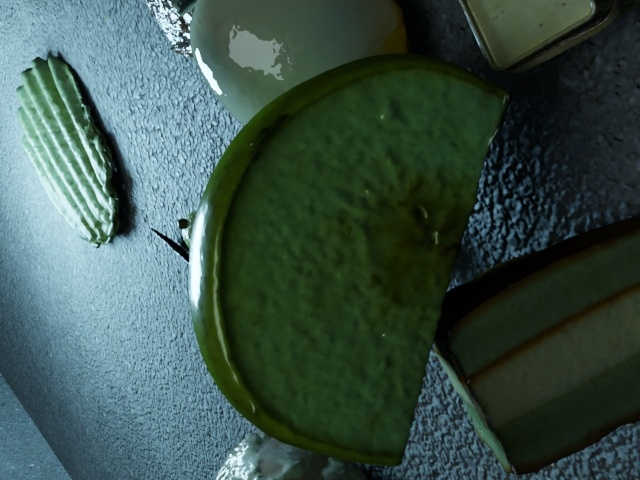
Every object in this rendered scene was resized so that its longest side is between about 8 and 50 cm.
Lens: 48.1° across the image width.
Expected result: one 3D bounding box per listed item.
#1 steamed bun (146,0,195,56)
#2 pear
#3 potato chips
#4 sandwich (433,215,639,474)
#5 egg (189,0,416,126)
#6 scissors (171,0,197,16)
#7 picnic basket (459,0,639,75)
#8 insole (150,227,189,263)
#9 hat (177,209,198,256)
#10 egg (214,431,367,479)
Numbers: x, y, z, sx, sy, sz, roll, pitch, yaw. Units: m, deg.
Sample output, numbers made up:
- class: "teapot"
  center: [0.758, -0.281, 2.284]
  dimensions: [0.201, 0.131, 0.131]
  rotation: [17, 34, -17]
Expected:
- class: "steamed bun"
  center: [-0.176, -0.333, 0.961]
  dimensions: [0.145, 0.106, 0.175]
  rotation: [14, 123, 48]
- class: "pear"
  center: [0.000, 0.000, 0.695]
  dimensions: [0.318, 0.238, 0.342]
  rotation: [-161, 87, -81]
- class: "potato chips"
  center: [-0.553, -0.180, 1.577]
  dimensions: [0.358, 0.070, 0.429]
  rotation: [-38, 80, 51]
- class: "sandwich"
  center: [0.226, 0.084, 0.687]
  dimensions: [0.155, 0.227, 0.198]
  rotation: [63, 180, 1]
- class: "egg"
  center: [-0.033, -0.193, 0.801]
  dimensions: [0.286, 0.174, 0.264]
  rotation: [55, 147, 10]
- class: "scissors"
  center: [-0.118, -0.315, 0.847]
  dimensions: [0.022, 0.176, 0.085]
  rotation: [43, 145, -11]
- class: "picnic basket"
  center: [0.174, -0.232, 0.589]
  dimensions: [0.115, 0.079, 0.164]
  rotation: [-21, 93, 53]
- class: "insole"
  center: [-0.208, 0.047, 1.249]
  dimensions: [0.328, 0.007, 0.111]
  rotation: [32, 175, 43]
- class: "hat"
  center: [-0.211, -0.011, 1.235]
  dimensions: [0.076, 0.059, 0.077]
  rotation: [12, 115, 43]
- class: "egg"
  center: [-0.039, 0.438, 1.099]
  dimensions: [0.310, 0.279, 0.279]
  rotation: [48, 144, 50]
